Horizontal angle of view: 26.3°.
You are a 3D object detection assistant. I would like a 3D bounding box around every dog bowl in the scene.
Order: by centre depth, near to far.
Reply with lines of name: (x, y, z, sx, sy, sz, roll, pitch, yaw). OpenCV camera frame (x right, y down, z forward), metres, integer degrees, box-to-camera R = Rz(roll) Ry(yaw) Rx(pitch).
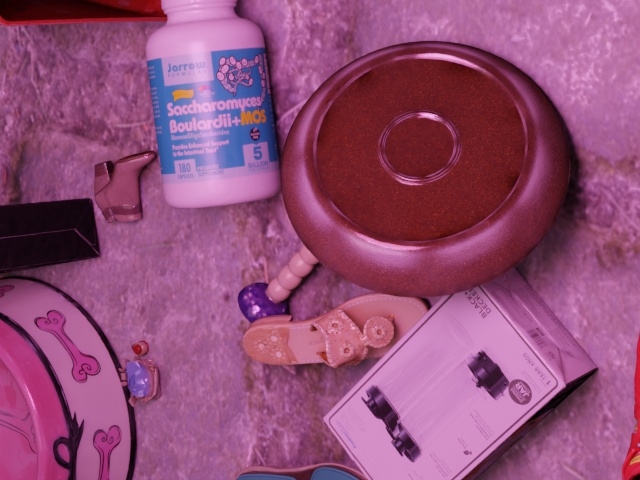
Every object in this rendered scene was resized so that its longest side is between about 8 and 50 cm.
dog bowl: (-0.465, 0.265, 1.985, 0.408, 0.150, 0.408, 8, 104, 35)

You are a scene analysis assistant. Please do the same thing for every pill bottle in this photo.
pill bottle: (-0.133, -0.176, 1.664, 0.146, 0.146, 0.264, -3, 97, 36)

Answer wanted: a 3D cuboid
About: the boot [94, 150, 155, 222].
boot: (-0.258, -0.070, 1.844, 0.118, 0.042, 0.087, -10, 99, 38)

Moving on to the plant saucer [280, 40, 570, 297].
plant saucer: (0.106, -0.090, 1.446, 0.311, 0.050, 0.310, -4, 65, 8)

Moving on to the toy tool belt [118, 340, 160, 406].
toy tool belt: (-0.251, 0.182, 1.874, 0.052, 0.051, 0.083, -12, 91, 37)

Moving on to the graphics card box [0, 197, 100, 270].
graphics card box: (-0.521, 0.011, 1.926, 0.371, 0.233, 0.094, -9, 89, 36)

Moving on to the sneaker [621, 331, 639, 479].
sneaker: (0.359, 0.203, 1.395, 0.107, 0.118, 0.279, 4, 101, 35)

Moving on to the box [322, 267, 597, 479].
box: (0.152, 0.176, 1.560, 0.169, 0.087, 0.290, 51, 122, 17)

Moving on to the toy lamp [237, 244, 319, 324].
toy lamp: (0.000, 0.000, 1.644, 0.274, 0.080, 0.080, -46, 72, 32)

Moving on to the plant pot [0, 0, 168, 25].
plant pot: (-0.356, -0.411, 1.727, 0.236, 0.267, 0.267, 11, 106, 47)

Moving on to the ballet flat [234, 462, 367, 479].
ballet flat: (-0.001, 0.317, 1.699, 0.248, 0.086, 0.086, 2, 100, 41)

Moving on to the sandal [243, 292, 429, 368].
sandal: (0.012, 0.126, 1.622, 0.240, 0.079, 0.088, -10, 118, 23)
